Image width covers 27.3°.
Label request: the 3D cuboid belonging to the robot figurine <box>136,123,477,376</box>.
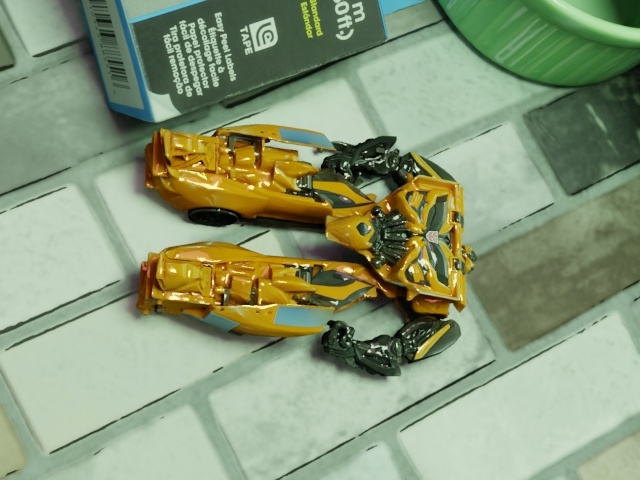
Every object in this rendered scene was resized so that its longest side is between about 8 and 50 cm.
[{"bbox_3d":[0.000,0.000,1.078,0.291,0.085,0.211,6,72,-18],"label":"robot figurine"}]

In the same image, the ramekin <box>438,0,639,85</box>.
[{"bbox_3d":[0.239,-0.292,1.225,0.303,0.148,0.303,7,70,-19],"label":"ramekin"}]

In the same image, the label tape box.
[{"bbox_3d":[-0.040,-0.266,1.088,0.334,0.106,0.240,-23,111,-24],"label":"label tape box"}]
